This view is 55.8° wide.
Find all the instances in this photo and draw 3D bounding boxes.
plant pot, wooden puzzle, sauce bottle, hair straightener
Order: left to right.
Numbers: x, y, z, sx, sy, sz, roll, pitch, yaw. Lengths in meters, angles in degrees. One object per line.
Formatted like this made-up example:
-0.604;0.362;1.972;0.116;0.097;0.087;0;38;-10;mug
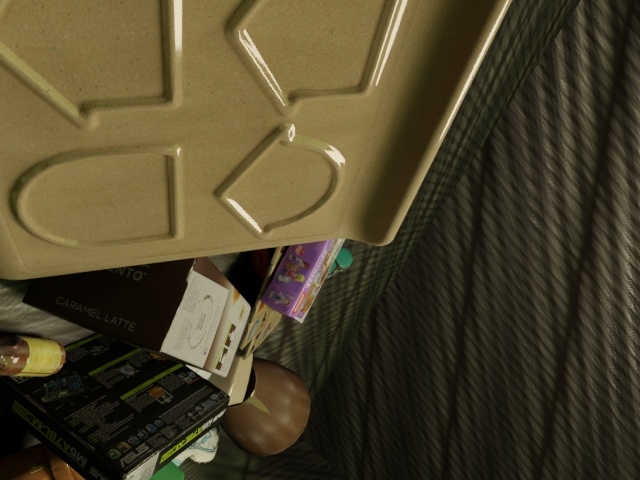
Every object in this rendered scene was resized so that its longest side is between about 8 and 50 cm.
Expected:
-0.300;0.112;0.591;0.042;0.042;0.128;-51;166;-7;sauce bottle
-0.085;-0.096;0.399;0.348;0.080;0.322;-3;147;-14;wooden puzzle
-0.188;0.242;1.146;0.096;0.109;0.109;-64;167;-6;plant pot
-0.156;0.348;1.343;0.215;0.215;0.230;-49;151;-13;plant pot
-0.079;0.040;1.089;0.089;0.047;0.230;-46;159;-25;hair straightener

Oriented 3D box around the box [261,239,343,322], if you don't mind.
0.000;0.000;1.073;0.293;0.057;0.201;-63;172;-9;box

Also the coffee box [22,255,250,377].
-0.172;0.067;0.637;0.246;0.141;0.098;79;29;-72;coffee box

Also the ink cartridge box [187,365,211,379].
-0.214;0.175;0.931;0.191;0.082;0.139;-60;165;22;ink cartridge box

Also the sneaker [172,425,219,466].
-0.260;0.393;1.267;0.122;0.110;0.283;-55;166;-3;sneaker

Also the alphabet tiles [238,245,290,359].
-0.056;0.048;1.112;0.342;0.011;0.285;-68;170;22;alphabet tiles

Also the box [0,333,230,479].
-0.229;0.181;0.690;0.190;0.184;0.045;-24;139;-63;box

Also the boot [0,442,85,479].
-0.315;0.306;0.777;0.220;0.109;0.283;-28;151;-5;boot

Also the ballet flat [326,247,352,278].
0.016;0.057;1.440;0.070;0.070;0.188;-57;163;19;ballet flat

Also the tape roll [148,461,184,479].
-0.343;0.454;0.900;0.321;0.077;0.321;-46;-175;5;tape roll
